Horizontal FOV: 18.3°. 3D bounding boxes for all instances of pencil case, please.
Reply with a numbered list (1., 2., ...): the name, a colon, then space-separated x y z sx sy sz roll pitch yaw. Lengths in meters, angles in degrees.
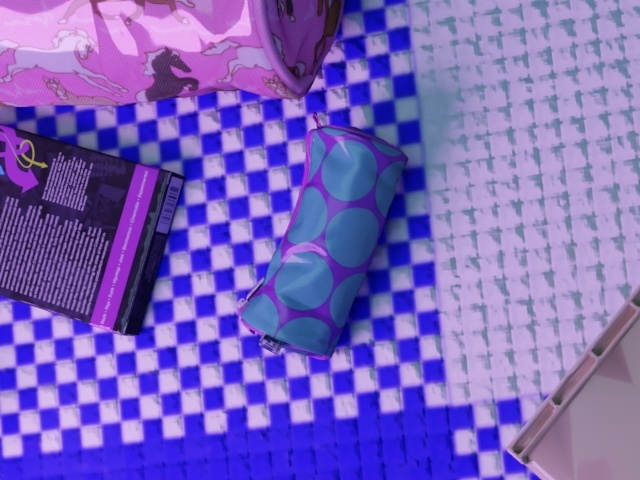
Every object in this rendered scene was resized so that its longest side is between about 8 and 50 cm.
1. pencil case: 0.000 0.000 1.278 0.070 0.064 0.152 22 93 -3
2. pencil case: -0.171 -0.179 1.318 0.386 0.167 0.160 3 55 22

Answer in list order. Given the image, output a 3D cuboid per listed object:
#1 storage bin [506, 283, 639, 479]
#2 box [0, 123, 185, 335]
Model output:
1. storage bin: 0.290 0.108 1.122 0.262 0.123 0.260 41 99 20
2. box: -0.183 -0.011 1.372 0.162 0.029 0.116 17 90 21
